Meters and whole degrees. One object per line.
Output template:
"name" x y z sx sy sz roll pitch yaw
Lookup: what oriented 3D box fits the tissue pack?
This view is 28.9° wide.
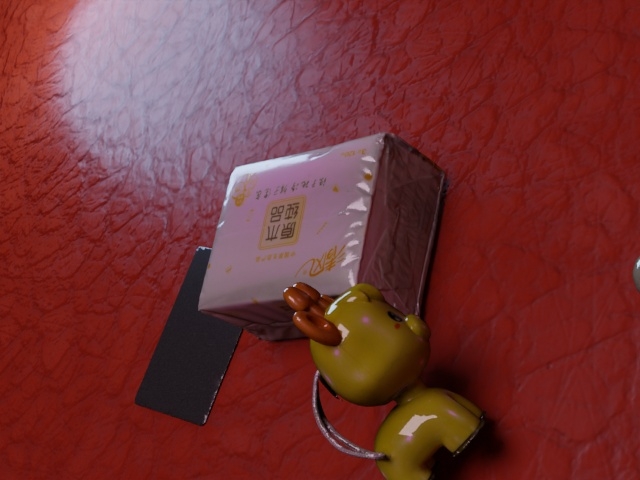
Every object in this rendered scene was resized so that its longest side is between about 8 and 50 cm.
"tissue pack" 0.000 0.000 1.329 0.225 0.124 0.185 -9 61 41

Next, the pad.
"pad" -0.143 0.110 1.490 0.143 0.003 0.211 8 71 46

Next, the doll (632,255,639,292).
"doll" 0.376 0.061 0.948 0.275 0.113 0.155 39 103 42

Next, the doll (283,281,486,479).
"doll" 0.048 0.121 1.145 0.135 0.221 0.143 -45 -2 12
